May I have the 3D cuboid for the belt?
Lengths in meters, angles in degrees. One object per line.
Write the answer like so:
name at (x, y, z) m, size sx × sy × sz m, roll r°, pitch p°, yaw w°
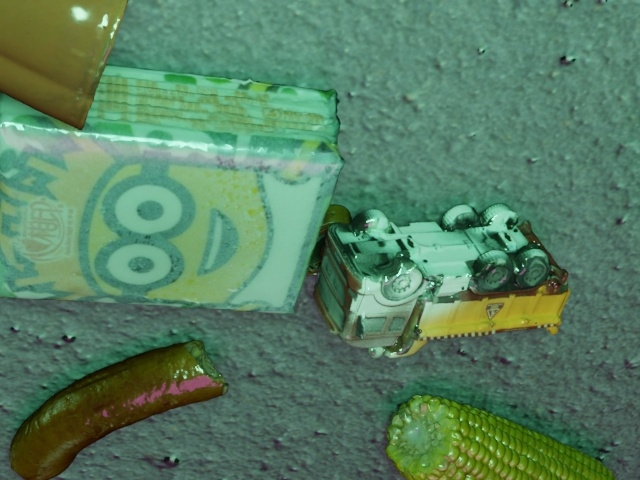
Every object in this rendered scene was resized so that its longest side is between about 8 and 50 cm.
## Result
belt at (0.000, 0.000, 1.253) m, size 0.059 × 0.036 × 0.083 m, roll 22°, pitch 126°, yaw -28°

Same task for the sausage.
sausage at (-0.248, 0.196, 1.379) m, size 0.302 × 0.076 × 0.103 m, roll -26°, pitch 133°, yaw 16°

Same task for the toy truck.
toy truck at (0.130, 0.041, 1.243) m, size 0.270 × 0.114 × 0.135 m, roll -3°, pitch 130°, yaw -24°

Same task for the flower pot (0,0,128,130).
flower pot at (-0.232, -0.199, 0.910) m, size 0.173 × 0.190 × 0.190 m, roll 18°, pitch 130°, yaw -13°

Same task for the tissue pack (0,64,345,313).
tissue pack at (-0.152, -0.046, 1.115) m, size 0.311 × 0.128 × 0.228 m, roll 5°, pitch 134°, yaw -13°

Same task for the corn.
corn at (0.252, 0.311, 1.544) m, size 0.387 × 0.144 × 0.144 m, roll 26°, pitch 126°, yaw -34°
